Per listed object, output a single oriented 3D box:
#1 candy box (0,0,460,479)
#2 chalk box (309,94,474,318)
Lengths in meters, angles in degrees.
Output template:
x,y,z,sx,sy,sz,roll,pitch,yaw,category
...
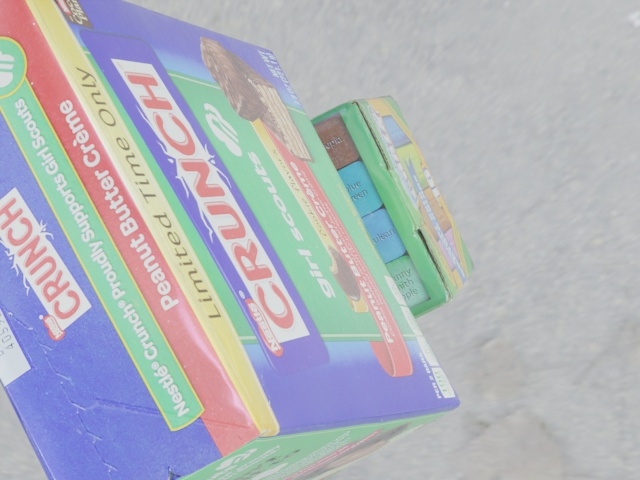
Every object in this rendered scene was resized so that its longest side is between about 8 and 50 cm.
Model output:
x,y,z,sx,sy,sz,roll,pitch,yaw,category
-0.074,0.008,0.977,0.122,0.317,0.268,-33,77,19,candy box
0.000,0.000,1.419,0.180,0.289,0.179,-26,91,12,chalk box
